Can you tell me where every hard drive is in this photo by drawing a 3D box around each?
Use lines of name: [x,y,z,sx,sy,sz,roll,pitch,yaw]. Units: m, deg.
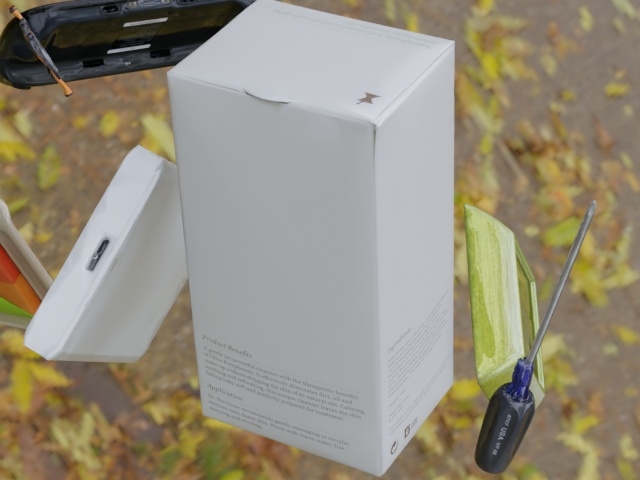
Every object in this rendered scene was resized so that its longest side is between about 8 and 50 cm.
hard drive: [-0.177,0.022,1.664,0.040,0.203,0.307,30,0,9]

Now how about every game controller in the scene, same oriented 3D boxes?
game controller: [-0.226,-0.245,2.046,0.319,0.166,0.067,-12,66,-27]

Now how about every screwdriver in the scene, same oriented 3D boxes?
screwdriver: [0.106,0.048,0.872,0.025,0.170,0.024,33,35,32]

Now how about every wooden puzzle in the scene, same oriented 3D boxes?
wooden puzzle: [-0.429,0.027,2.101,0.044,0.221,0.238,-64,150,-33]

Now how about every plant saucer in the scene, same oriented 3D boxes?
plant saucer: [0.189,0.078,1.745,0.188,0.045,0.188,54,32,-63]

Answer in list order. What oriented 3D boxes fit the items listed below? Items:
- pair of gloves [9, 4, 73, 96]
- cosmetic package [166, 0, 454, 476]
pair of gloves: [-0.232,-0.155,1.432,0.074,0.010,0.083,59,-5,-25]
cosmetic package: [0.000,0.000,1.488,0.197,0.365,0.155,18,39,24]
